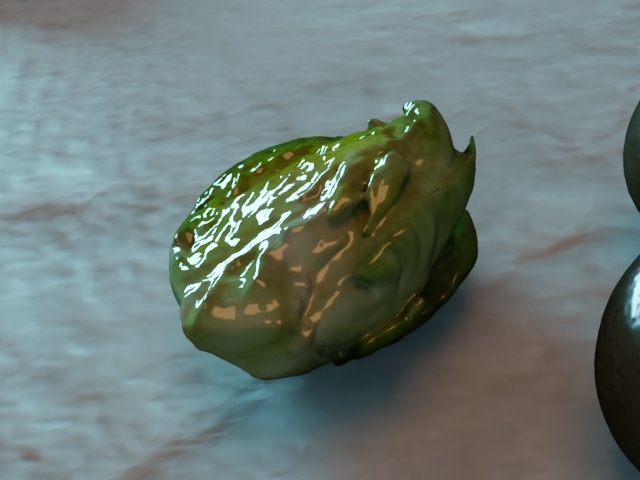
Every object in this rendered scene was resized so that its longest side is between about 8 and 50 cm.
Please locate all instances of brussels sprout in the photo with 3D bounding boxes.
[{"bbox_3d":[0.000,0.003,0.625,0.139,0.100,0.181,3,43,26],"label":"brussels sprout"}]

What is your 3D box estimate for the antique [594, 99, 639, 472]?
[{"bbox_3d":[0.191,0.008,0.575,0.143,0.121,0.256,-5,48,17],"label":"antique"}]
